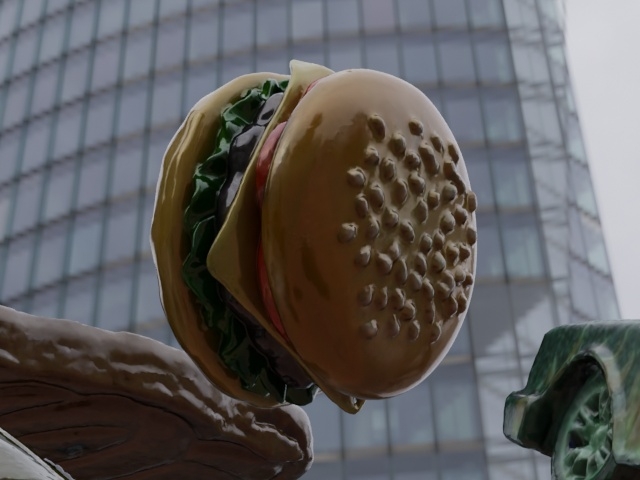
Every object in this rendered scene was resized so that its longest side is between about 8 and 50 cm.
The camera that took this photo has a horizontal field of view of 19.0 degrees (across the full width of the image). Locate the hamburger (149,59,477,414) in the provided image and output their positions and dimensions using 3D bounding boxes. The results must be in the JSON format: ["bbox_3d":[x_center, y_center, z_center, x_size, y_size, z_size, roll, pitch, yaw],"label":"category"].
[{"bbox_3d":[0.000,0.000,0.858,0.115,0.162,0.162,-1,-43,38],"label":"hamburger"}]

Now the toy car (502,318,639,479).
[{"bbox_3d":[0.177,0.061,0.519,0.141,0.320,0.097,23,-98,-18],"label":"toy car"}]

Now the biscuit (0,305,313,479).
[{"bbox_3d":[-0.201,0.149,1.423,0.358,0.074,0.381,-13,-27,18],"label":"biscuit"}]

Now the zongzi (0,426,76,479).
[{"bbox_3d":[-0.237,0.137,0.950,0.317,0.289,0.154,35,-102,-36],"label":"zongzi"}]
